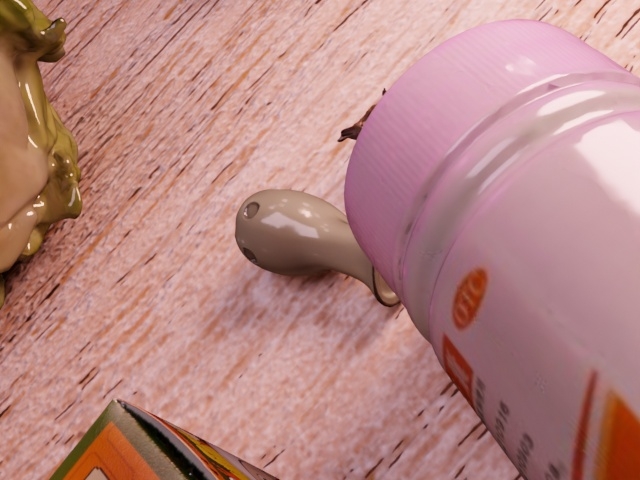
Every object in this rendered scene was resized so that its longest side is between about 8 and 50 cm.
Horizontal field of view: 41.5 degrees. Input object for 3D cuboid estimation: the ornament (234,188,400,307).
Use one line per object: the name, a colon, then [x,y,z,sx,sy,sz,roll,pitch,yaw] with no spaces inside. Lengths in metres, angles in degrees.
ornament: [0.000,0.000,0.686,0.156,0.081,0.074,13,106,37]

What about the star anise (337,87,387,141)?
star anise: [0.093,-0.095,0.694,0.124,0.056,0.129,-41,47,-24]

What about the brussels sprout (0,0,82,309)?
brussels sprout: [-0.464,-0.103,0.877,0.361,0.342,0.425,17,69,43]

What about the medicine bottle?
medicine bottle: [0.166,0.037,0.459,0.202,0.202,0.316,-39,47,6]

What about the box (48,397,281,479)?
box: [-0.057,0.217,0.494,0.177,0.195,0.148,31,81,43]
